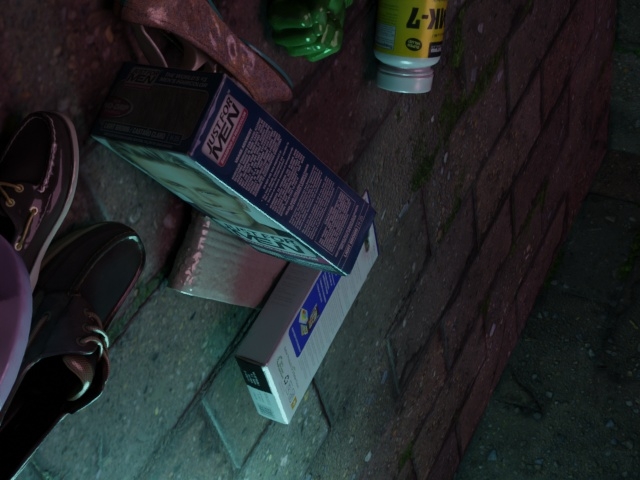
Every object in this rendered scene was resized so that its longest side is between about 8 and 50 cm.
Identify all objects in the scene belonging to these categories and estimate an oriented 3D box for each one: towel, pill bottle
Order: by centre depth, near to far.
[{"bbox_3d":[-0.115,0.002,1.332,0.282,0.049,0.187,24,82,-63],"label":"towel"},{"bbox_3d":[0.155,-0.368,1.565,0.119,0.119,0.208,-31,131,-54],"label":"pill bottle"}]

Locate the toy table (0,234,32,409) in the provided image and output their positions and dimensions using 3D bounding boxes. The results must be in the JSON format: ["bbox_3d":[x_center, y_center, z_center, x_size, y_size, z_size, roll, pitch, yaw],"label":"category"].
[{"bbox_3d":[-0.355,0.087,0.721,0.161,0.252,0.274,83,19,-67],"label":"toy table"}]

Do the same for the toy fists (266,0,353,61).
[{"bbox_3d":[-0.028,-0.365,1.241,0.142,0.096,0.279,-61,152,-22],"label":"toy fists"}]

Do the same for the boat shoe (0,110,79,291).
[{"bbox_3d":[-0.307,-0.024,0.901,0.068,0.081,0.228,13,95,-68],"label":"boat shoe"}]

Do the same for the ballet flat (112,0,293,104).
[{"bbox_3d":[-0.145,-0.224,1.103,0.106,0.107,0.316,-61,143,-7],"label":"ballet flat"}]

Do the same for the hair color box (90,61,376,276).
[{"bbox_3d":[-0.094,-0.079,1.117,0.347,0.174,0.105,38,71,-49],"label":"hair color box"}]

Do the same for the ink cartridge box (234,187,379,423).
[{"bbox_3d":[-0.010,0.096,1.465,0.371,0.069,0.176,-57,151,-31],"label":"ink cartridge box"}]

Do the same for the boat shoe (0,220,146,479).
[{"bbox_3d":[-0.285,0.130,0.976,0.355,0.130,0.132,-57,149,-30],"label":"boat shoe"}]
